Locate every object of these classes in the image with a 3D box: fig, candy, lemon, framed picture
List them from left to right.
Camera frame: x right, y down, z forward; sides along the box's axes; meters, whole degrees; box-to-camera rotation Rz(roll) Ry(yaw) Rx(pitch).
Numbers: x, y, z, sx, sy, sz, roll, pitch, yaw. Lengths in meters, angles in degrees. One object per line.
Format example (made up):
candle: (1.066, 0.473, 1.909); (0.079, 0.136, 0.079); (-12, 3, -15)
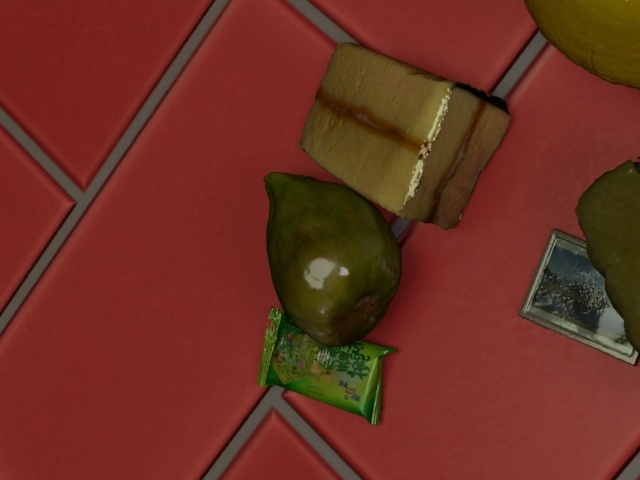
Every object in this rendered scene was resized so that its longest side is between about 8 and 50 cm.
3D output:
candy: (0.003, 0.153, 1.804); (0.178, 0.032, 0.102); (17, 93, 30)
fig: (0.015, 0.007, 1.752); (0.167, 0.167, 0.234); (-22, 51, 26)
framed picture: (0.305, 0.062, 1.657); (0.149, 0.011, 0.109); (23, 96, 29)
lemon: (0.347, -0.290, 1.517); (0.297, 0.297, 0.297); (-3, 83, 29)

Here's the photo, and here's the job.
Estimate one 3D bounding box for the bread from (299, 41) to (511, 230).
bread: (0.059, -0.136, 1.729); (0.264, 0.163, 0.168); (25, 98, 29)

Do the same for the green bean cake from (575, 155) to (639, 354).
green bean cake: (0.446, 0.009, 1.492); (0.310, 0.202, 0.285); (-30, 59, 23)
